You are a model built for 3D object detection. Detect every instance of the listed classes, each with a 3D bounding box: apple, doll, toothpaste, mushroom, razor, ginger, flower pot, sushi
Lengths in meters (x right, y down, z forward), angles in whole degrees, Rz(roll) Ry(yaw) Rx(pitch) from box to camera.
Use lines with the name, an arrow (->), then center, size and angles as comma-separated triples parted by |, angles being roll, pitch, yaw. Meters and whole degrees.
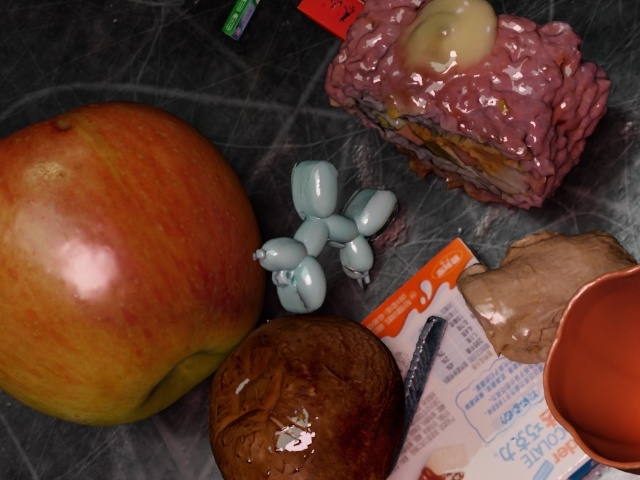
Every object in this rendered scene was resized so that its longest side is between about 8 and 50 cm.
apple -> -0.227, 0.028, 1.505 | 0.340, 0.339, 0.339 | -7, 74, 23
doll -> 0.000, 0.000, 1.506 | 0.059, 0.159, 0.158 | 4, 81, 49
toothpaste -> -0.086, -0.274, 1.692 | 0.017, 0.020, 0.083 | 29, 89, 26
mushroom -> -0.022, 0.165, 1.412 | 0.194, 0.138, 0.231 | -50, 43, 21
razor -> 0.082, 0.164, 1.440 | 0.066, 0.033, 0.190 | 11, 75, 57
ginger -> 0.242, 0.042, 1.406 | 0.213, 0.074, 0.137 | -16, 58, -5
flower pot -> 0.316, 0.131, 1.300 | 0.191, 0.173, 0.190 | -13, 63, 27
sushi -> 0.149, -0.155, 1.437 | 0.270, 0.236, 0.171 | 28, 81, 32

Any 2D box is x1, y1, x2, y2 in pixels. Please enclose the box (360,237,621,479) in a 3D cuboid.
box -> 0.121, 0.181, 1.458 | 0.273, 0.048, 0.265 | -41, 63, 9

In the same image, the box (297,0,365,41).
box -> 0.060, -0.290, 1.615 | 0.100, 0.048, 0.152 | 38, 92, 30
